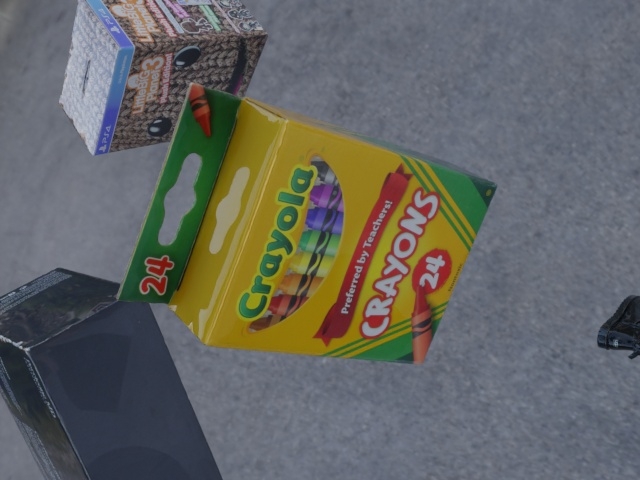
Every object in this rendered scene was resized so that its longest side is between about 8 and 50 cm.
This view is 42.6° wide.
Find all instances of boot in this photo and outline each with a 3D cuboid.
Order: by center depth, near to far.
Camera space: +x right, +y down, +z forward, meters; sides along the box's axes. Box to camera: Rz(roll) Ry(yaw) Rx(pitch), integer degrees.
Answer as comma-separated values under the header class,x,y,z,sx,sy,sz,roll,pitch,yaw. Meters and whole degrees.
class,x,y,z,sx,sy,sz,roll,pitch,yaw
boot,0.405,0.112,0.998,0.099,0.121,0.045,13,120,39

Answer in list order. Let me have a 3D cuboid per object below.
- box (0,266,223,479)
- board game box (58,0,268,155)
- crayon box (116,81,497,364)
class,x,y,z,sx,sy,sz,roll,pitch,yaw
box,-0.346,0.241,1.241,0.179,0.343,0.313,-31,22,-31
board game box,-0.274,-0.298,1.423,0.141,0.291,0.232,53,138,24
crayon box,0.000,0.000,0.742,0.081,0.319,0.202,35,109,49
